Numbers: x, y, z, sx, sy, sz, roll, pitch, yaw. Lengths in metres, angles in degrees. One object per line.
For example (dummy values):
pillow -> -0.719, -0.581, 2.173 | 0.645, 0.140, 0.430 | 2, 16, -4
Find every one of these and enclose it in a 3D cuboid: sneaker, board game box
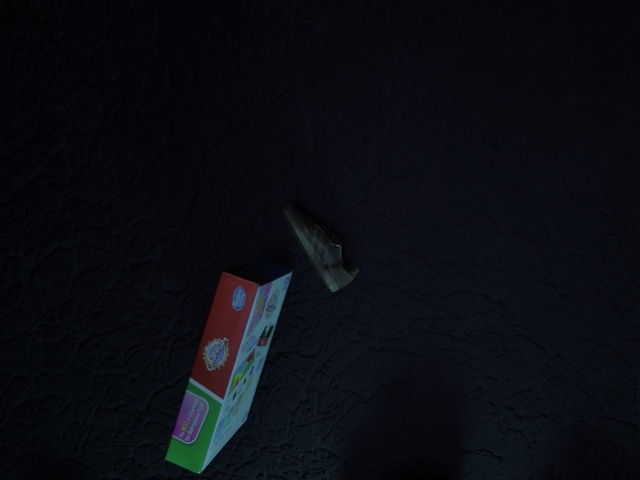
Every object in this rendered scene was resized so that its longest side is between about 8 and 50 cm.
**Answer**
sneaker -> 0.000, 0.000, 1.073 | 0.071, 0.066, 0.188 | -31, 94, -8
board game box -> -0.147, 0.198, 1.008 | 0.064, 0.242, 0.316 | 19, 95, 9
